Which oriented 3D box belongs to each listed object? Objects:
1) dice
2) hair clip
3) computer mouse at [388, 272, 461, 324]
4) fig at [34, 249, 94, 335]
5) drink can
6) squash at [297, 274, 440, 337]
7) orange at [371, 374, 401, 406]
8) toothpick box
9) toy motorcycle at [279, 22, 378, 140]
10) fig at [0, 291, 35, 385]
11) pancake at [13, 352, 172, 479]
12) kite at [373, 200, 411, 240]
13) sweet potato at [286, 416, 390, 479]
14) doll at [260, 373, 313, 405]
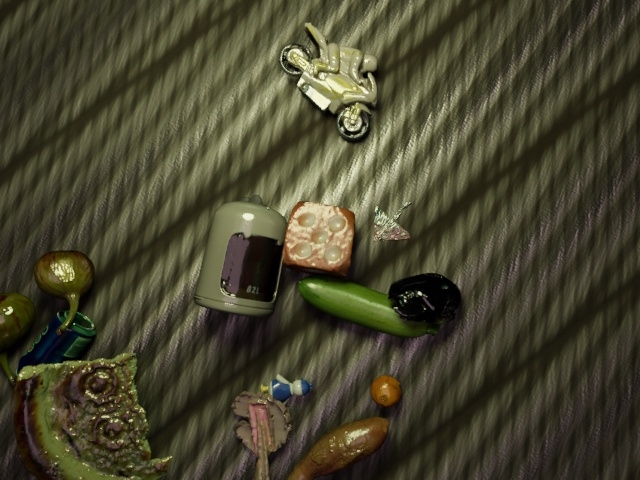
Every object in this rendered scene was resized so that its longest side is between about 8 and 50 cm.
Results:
[{"bbox_3d":[0.000,0.000,1.173,0.175,0.174,0.179,6,80,4],"label":"dice"},{"bbox_3d":[-0.154,0.549,1.159,0.173,0.069,0.300,-5,83,16],"label":"hair clip"},{"bbox_3d":[0.281,0.141,1.146,0.242,0.077,0.146,-7,48,-28],"label":"computer mouse"},{"bbox_3d":[-0.676,0.136,1.172,0.149,0.149,0.245,-28,59,0],"label":"fig"},{"bbox_3d":[-0.720,0.296,1.199,0.118,0.118,0.204,38,86,6],"label":"drink can"},{"bbox_3d":[0.126,0.181,1.177,0.396,0.107,0.107,18,85,-1],"label":"squash"},{"bbox_3d":[0.174,0.400,1.167,0.084,0.083,0.083,0,84,3],"label":"orange"},{"bbox_3d":[-0.205,0.032,1.168,0.229,0.229,0.316,10,83,4],"label":"toothpick box"},{"bbox_3d":[0.051,-0.465,1.246,0.223,0.108,0.340,-45,91,6],"label":"toy motorcycle"},{"bbox_3d":[-0.879,0.269,1.227,0.152,0.151,0.259,10,112,4],"label":"fig"},{"bbox_3d":[-0.559,0.475,1.072,0.305,0.067,0.426,-19,87,-16],"label":"pancake"},{"bbox_3d":[0.204,-0.055,1.249,0.139,0.011,0.156,41,89,3],"label":"kite"},{"bbox_3d":[0.015,0.571,1.148,0.385,0.109,0.109,-35,84,4],"label":"sweet potato"},{"bbox_3d":[-0.090,0.404,1.190,0.143,0.057,0.098,-9,105,1],"label":"doll"}]
